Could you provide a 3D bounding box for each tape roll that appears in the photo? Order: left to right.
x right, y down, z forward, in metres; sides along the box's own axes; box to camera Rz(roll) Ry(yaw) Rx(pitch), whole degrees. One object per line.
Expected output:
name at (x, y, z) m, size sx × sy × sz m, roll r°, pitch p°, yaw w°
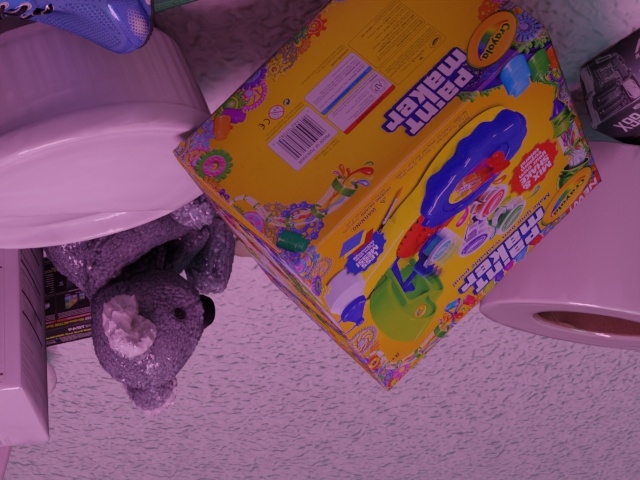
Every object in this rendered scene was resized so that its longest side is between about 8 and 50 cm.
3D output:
tape roll at (0.294, 0.009, 1.887) m, size 0.246 × 0.169 × 0.246 m, roll 9°, pitch 169°, yaw 2°

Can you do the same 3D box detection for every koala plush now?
koala plush at (-0.186, 0.058, 1.898) m, size 0.203 × 0.221 × 0.196 m, roll -6°, pitch 151°, yaw -1°

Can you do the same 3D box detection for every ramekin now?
ramekin at (-0.227, -0.099, 1.659) m, size 0.273 × 0.127 × 0.273 m, roll -15°, pitch 163°, yaw -5°

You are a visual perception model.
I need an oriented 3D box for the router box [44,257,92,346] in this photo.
router box at (-0.283, 0.064, 2.022) m, size 0.122 × 0.092 × 0.038 m, roll -12°, pitch 150°, yaw 11°

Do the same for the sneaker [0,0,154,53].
sneaker at (-0.287, -0.204, 1.444) m, size 0.330 × 0.147 × 0.130 m, roll 18°, pitch 162°, yaw -26°

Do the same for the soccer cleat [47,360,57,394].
soccer cleat at (-0.412, 0.162, 2.211) m, size 0.196 × 0.068 × 0.076 m, roll -5°, pitch 121°, yaw 12°

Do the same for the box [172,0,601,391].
box at (0.069, -0.066, 1.650) m, size 0.290 × 0.177 × 0.279 m, roll -45°, pitch 149°, yaw -6°

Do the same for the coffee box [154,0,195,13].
coffee box at (-0.145, -0.258, 1.526) m, size 0.113 × 0.040 × 0.184 m, roll -14°, pitch 151°, yaw 17°

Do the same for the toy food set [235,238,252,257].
toy food set at (0.000, 0.000, 2.022) m, size 0.192 × 0.038 × 0.132 m, roll -30°, pitch 144°, yaw 35°

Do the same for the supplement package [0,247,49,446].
supplement package at (-0.356, 0.075, 1.870) m, size 0.139 × 0.244 × 0.134 m, roll -7°, pitch 150°, yaw 2°

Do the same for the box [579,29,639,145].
box at (0.443, -0.172, 1.771) m, size 0.242 × 0.076 × 0.307 m, roll 18°, pitch 142°, yaw -37°

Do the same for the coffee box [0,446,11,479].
coffee box at (-0.554, 0.323, 2.105) m, size 0.338 × 0.334 × 0.337 m, roll 16°, pitch 147°, yaw -8°
